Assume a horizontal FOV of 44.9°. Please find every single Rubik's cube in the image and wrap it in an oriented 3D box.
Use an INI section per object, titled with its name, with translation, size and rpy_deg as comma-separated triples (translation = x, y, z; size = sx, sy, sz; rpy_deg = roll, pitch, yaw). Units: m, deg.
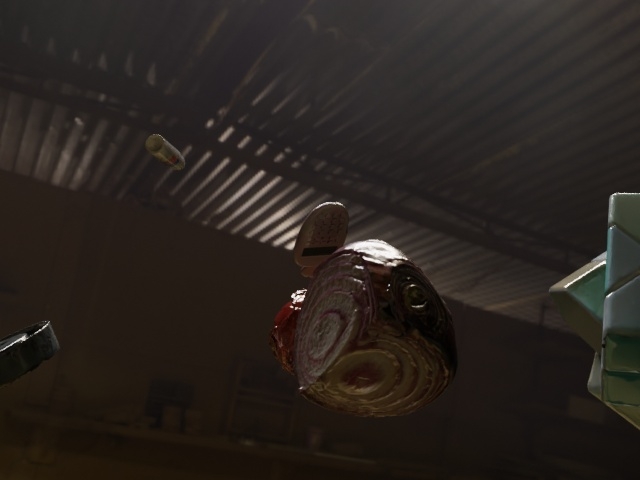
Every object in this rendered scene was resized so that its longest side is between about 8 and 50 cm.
[Rubik's cube]
translation = 0.357, 0.092, 0.755
size = 0.265, 0.224, 0.213
rpy_deg = 4, -40, 22

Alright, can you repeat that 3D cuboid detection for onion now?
[onion]
translation = 0.085, 0.123, 1.100
size = 0.207, 0.206, 0.216
rpy_deg = 28, -53, -28

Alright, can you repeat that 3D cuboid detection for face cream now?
[face cream]
translation = -0.254, -0.143, 1.291
size = 0.034, 0.034, 0.130
rpy_deg = 6, -7, 8

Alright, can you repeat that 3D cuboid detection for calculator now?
[calculator]
translation = 0.000, 0.000, 1.428
size = 0.103, 0.024, 0.166
rpy_deg = -3, -52, -32

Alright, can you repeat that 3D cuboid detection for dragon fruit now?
[dragon fruit]
translation = 0.003, 0.234, 1.853
size = 0.252, 0.241, 0.241
rpy_deg = -8, -23, 32

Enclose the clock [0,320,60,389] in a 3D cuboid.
[clock]
translation = -0.447, 0.175, 1.015
size = 0.215, 0.042, 0.215
rpy_deg = -25, 8, 4
